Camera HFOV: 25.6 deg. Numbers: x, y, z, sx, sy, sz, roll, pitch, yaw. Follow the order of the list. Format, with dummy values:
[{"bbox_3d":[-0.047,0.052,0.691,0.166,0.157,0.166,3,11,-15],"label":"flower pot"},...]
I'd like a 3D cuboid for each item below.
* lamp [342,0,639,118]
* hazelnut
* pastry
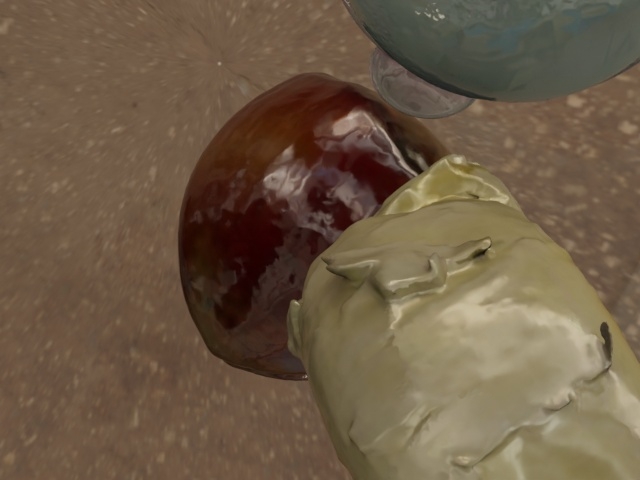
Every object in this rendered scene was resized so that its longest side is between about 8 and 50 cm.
[{"bbox_3d":[0.110,-0.147,0.650,0.246,0.108,0.179,-20,130,22],"label":"lamp"},{"bbox_3d":[0.000,0.000,0.935,0.208,0.208,0.208,-1,97,-4],"label":"hazelnut"},{"bbox_3d":[0.054,0.058,0.418,0.088,0.166,0.166,-27,98,-1],"label":"pastry"}]
